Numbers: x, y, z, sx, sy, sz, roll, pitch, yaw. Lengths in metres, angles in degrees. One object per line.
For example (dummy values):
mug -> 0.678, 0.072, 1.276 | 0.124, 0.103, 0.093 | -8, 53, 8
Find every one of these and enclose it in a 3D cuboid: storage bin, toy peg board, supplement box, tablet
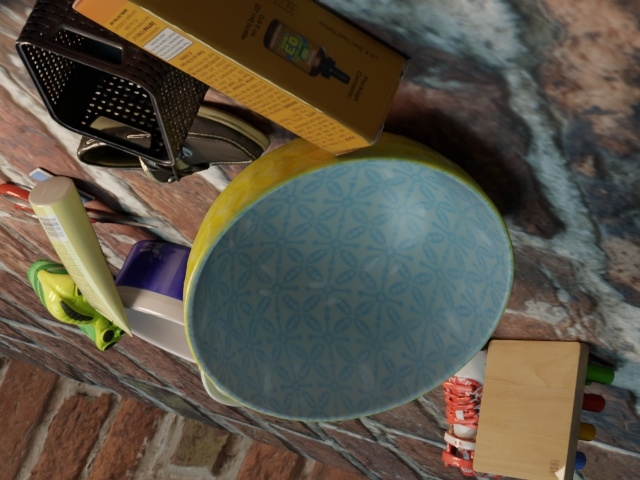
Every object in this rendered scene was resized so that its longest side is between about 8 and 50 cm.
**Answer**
storage bin -> -0.170, -0.146, 1.075 | 0.122, 0.084, 0.180 | 21, 163, 7
toy peg board -> 0.270, 0.204, 1.508 | 0.079, 0.160, 0.161 | 13, 170, -30
supplement box -> -0.055, -0.149, 0.930 | 0.233, 0.078, 0.080 | 28, 163, -18
tablet -> -0.337, -0.071, 1.665 | 0.083, 0.006, 0.054 | 29, 163, -20

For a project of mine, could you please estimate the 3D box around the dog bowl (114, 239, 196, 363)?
dog bowl -> -0.168, 0.103, 1.822 | 0.265, 0.104, 0.265 | 20, 164, 6

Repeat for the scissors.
scissors -> -0.317, -0.031, 1.744 | 0.297, 0.021, 0.109 | 12, 161, 28

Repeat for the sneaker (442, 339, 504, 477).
sneaker -> 0.198, 0.220, 1.648 | 0.090, 0.145, 0.270 | 12, 160, 32

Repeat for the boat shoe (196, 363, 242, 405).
boat shoe -> 0.024, 0.069, 1.298 | 0.099, 0.320, 0.116 | -122, 14, -61

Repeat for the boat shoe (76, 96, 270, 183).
boat shoe -> -0.147, -0.089, 1.241 | 0.224, 0.073, 0.080 | 11, 160, 36

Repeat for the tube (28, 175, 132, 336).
tube -> -0.311, 0.024, 1.681 | 0.062, 0.070, 0.240 | -11, 128, 8

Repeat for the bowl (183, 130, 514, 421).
bowl -> 0.013, 0.005, 1.135 | 0.289, 0.289, 0.156 | 33, -156, -32

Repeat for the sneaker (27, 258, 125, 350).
sneaker -> -0.391, 0.095, 2.137 | 0.123, 0.109, 0.295 | 41, 173, 24
